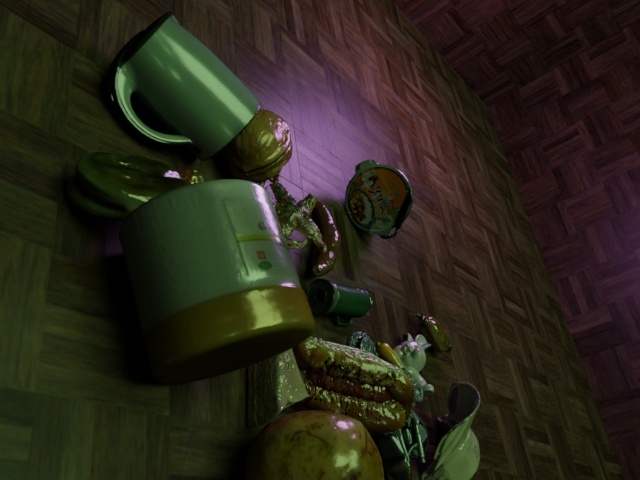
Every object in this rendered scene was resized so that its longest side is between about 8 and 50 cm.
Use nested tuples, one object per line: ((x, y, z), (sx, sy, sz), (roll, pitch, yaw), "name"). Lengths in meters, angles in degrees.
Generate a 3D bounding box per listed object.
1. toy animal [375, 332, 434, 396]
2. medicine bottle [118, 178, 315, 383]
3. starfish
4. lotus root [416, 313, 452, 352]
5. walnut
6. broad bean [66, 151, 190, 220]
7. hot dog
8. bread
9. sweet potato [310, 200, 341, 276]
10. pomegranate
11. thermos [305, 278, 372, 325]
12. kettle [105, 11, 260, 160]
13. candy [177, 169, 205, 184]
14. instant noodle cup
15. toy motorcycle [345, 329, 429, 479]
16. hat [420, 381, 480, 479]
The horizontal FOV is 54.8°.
((0.198, 0.280, 1.445), (0.127, 0.131, 0.182), (77, 15, -54), "toy animal")
((-0.151, 0.062, 0.900), (0.238, 0.238, 0.232), (8, 59, -55), "medicine bottle")
((-0.060, -0.052, 1.321), (0.209, 0.053, 0.150), (45, 59, -1), "starfish")
((0.298, 0.246, 1.633), (0.152, 0.063, 0.072), (51, 12, -20), "lotus root")
((-0.129, -0.191, 1.254), (0.144, 0.144, 0.180), (49, 35, -21), "walnut")
((-0.274, -0.082, 0.945), (0.206, 0.072, 0.153), (-4, 45, -44), "broad bean")
((0.047, 0.264, 1.118), (0.268, 0.075, 0.144), (22, 86, -12), "hot dog")
((-0.092, 0.217, 1.028), (0.105, 0.077, 0.152), (-6, 69, -60), "bread")
((0.009, 0.002, 1.396), (0.078, 0.058, 0.255), (23, 39, -19), "sweet potato")
((-0.010, 0.357, 0.931), (0.215, 0.215, 0.215), (38, 37, -36), "pomegranate")
((0.053, 0.134, 1.333), (0.187, 0.073, 0.083), (16, 51, -53), "thermos")
((-0.260, -0.262, 1.113), (0.236, 0.161, 0.221), (46, 64, -25), "kettle")
((-0.278, -0.098, 1.045), (0.201, 0.060, 0.060), (0, 65, -49), "candy")
((0.165, -0.107, 1.636), (0.125, 0.177, 0.208), (-4, 89, -73), "instant noodle cup")
((0.122, 0.337, 1.246), (0.307, 0.108, 0.173), (58, 38, -8), "toy motorcycle")
((0.323, 0.443, 1.380), (0.164, 0.226, 0.219), (37, 34, -1), "hat")
